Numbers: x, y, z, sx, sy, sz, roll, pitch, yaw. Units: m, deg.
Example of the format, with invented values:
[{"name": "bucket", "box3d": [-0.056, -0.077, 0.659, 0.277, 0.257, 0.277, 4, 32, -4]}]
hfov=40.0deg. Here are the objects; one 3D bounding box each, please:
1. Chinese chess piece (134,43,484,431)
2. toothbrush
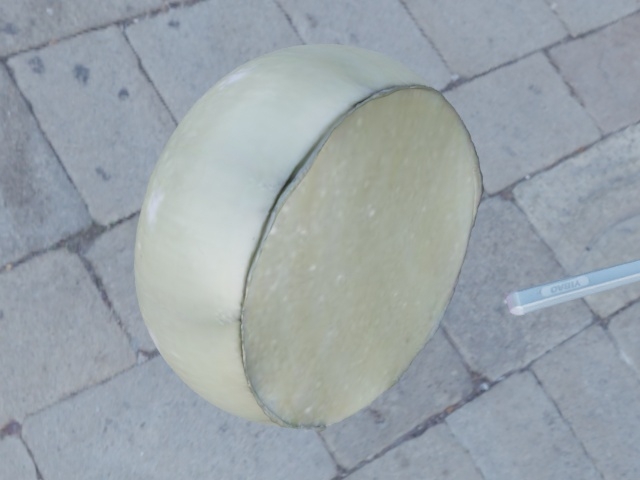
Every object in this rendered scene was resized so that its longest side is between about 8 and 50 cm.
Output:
[{"name": "Chinese chess piece", "box3d": [0.000, 0.000, 0.770, 0.140, 0.338, 0.338, 25, 55, 35]}, {"name": "toothbrush", "box3d": [0.344, 0.016, 0.829, 0.342, 0.030, 0.025, -17, 65, 15]}]
